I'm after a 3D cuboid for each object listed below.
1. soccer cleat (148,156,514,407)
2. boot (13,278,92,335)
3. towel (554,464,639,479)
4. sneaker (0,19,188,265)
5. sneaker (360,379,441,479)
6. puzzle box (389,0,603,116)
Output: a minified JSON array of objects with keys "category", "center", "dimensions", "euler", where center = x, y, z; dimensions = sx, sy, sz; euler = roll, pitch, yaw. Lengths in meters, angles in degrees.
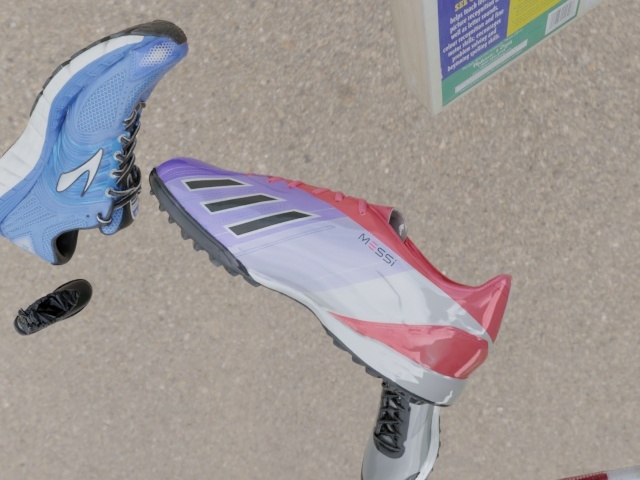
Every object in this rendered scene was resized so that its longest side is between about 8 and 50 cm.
[{"category":"soccer cleat","center":[0.000,0.000,0.544],"dimensions":[0.318,0.109,0.116],"euler":[34,101,18]},{"category":"boot","center":[-0.334,0.080,0.858],"dimensions":[0.099,0.121,0.045],"euler":[-26,97,51]},{"category":"towel","center":[0.154,0.207,0.401],"dimensions":[0.329,0.037,0.237],"euler":[-18,131,16]},{"category":"sneaker","center":[-0.235,-0.096,0.720],"dimensions":[0.147,0.129,0.330],"euler":[42,118,-9]},{"category":"sneaker","center":[0.108,0.204,0.858],"dimensions":[0.108,0.100,0.271],"euler":[26,85,-40]},{"category":"puzzle box","center":[0.226,-0.290,0.505],"dimensions":[0.409,0.052,0.272],"euler":[-35,156,-3]}]
